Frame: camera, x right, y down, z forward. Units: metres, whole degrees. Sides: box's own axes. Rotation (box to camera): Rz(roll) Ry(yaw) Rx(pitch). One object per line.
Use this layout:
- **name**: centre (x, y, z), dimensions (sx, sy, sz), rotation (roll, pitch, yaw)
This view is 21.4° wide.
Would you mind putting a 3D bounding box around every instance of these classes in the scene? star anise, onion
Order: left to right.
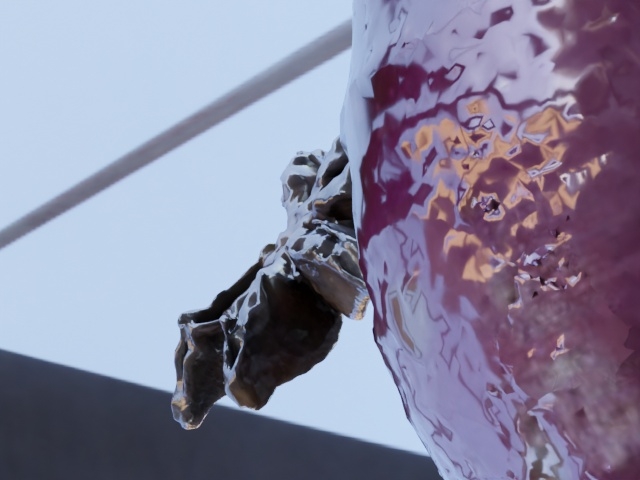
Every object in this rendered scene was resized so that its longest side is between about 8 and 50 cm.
- **star anise**: centre (0.007, -0.002, 0.843), dimensions (0.063, 0.172, 0.208), rotation (43, -121, -14)
- **onion**: centre (0.197, -0.042, 0.480), dimensions (0.358, 0.345, 0.358), rotation (30, -140, -29)
